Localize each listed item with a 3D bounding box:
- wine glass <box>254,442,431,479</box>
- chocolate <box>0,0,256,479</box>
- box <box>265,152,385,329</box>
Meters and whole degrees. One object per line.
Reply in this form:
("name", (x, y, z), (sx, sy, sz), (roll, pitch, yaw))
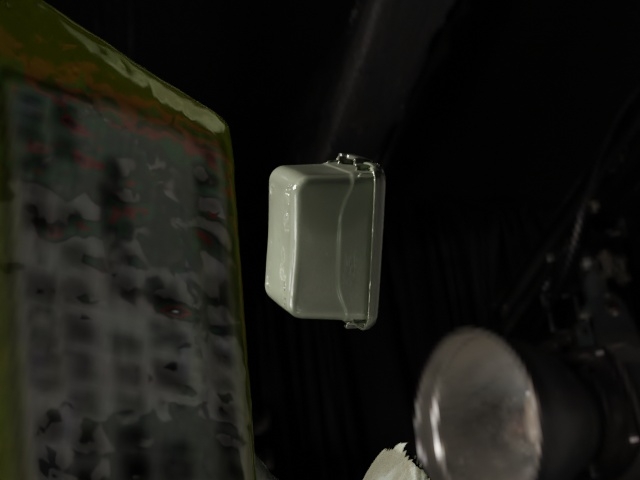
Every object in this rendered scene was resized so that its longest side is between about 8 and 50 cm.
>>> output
("wine glass", (-0.104, 0.183, 0.865), (0.357, 0.190, 0.190), (15, -35, -16))
("chocolate", (-0.150, 0.096, 0.497), (0.137, 0.300, 0.289), (10, -24, -41))
("box", (0.000, 0.000, 1.233), (0.093, 0.172, 0.124), (0, 9, -19))
